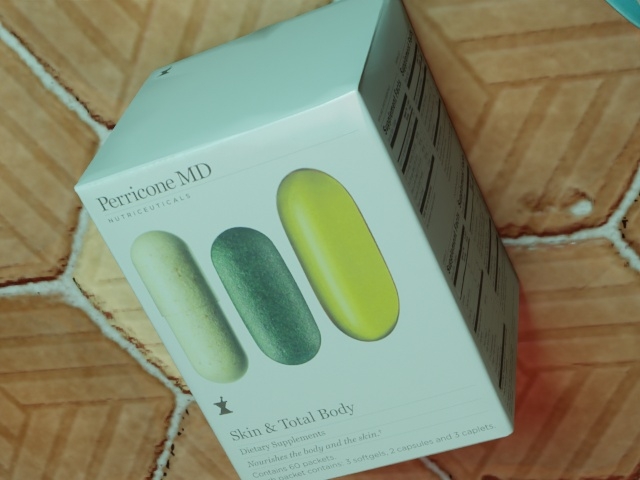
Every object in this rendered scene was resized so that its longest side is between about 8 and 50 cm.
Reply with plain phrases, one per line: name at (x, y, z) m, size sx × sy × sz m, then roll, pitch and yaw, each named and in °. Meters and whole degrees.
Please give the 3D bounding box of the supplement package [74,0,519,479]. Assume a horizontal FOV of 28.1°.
supplement package at (0.000, 0.000, 0.887) m, size 0.199 × 0.198 × 0.262 m, roll -17°, pitch 115°, yaw 19°

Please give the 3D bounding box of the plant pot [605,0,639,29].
plant pot at (0.179, -0.295, 0.666) m, size 0.255 × 0.271 × 0.272 m, roll -43°, pitch 106°, yaw 12°
